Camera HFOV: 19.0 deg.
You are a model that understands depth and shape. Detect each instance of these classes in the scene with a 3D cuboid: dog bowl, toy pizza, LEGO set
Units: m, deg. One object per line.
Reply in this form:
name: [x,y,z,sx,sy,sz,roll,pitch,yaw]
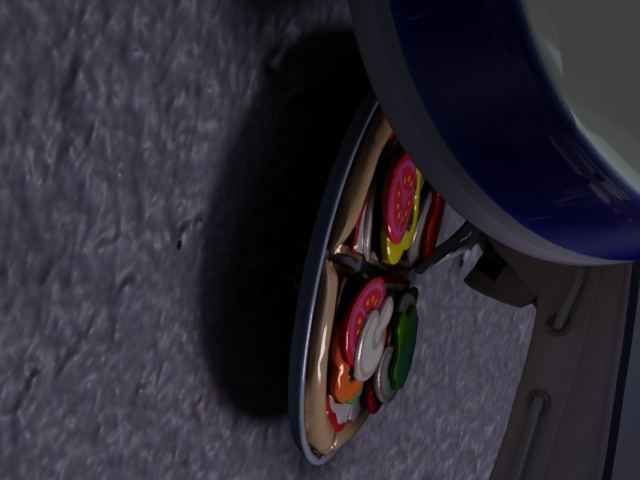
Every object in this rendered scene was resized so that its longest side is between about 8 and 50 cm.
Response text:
dog bowl: [0.145,-0.124,0.863,0.265,0.104,0.265,5,82,-36]
toy pizza: [0.030,0.015,0.941,0.201,0.032,0.201,13,90,-77]
LEGO set: [0.000,0.002,0.933,0.083,0.023,0.054,-41,144,-70]

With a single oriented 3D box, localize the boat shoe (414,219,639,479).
boat shoe: [0.128,0.010,1.035,0.136,0.156,0.367,26,72,-77]
